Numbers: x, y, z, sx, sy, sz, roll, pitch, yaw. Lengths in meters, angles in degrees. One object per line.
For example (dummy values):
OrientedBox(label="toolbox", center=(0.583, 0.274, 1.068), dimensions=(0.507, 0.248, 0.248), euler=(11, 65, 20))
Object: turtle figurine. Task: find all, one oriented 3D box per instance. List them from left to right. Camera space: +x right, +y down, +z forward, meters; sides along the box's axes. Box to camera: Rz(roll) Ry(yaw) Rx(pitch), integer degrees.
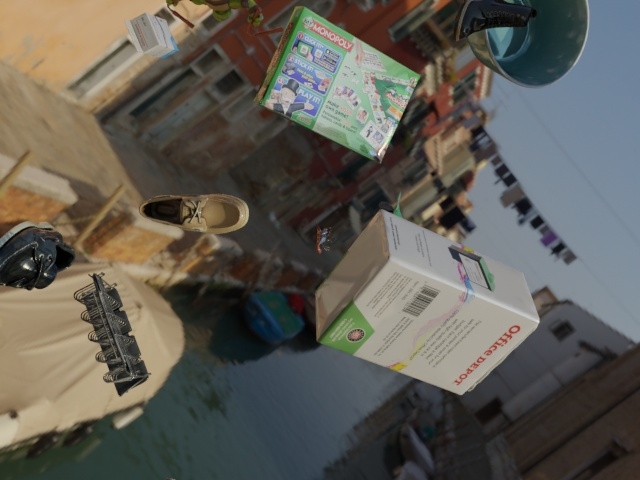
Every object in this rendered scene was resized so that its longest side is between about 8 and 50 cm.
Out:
OrientedBox(label="turtle figurine", center=(-0.210, -0.527, 1.683), dimensions=(0.269, 0.087, 0.217), euler=(15, -15, 6))

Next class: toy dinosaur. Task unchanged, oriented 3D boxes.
OrientedBox(label="toy dinosaur", center=(0.000, 0.000, 2.000), dimensions=(0.090, 0.047, 0.082), euler=(25, 33, 25))

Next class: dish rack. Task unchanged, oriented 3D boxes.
OrientedBox(label="dish rack", center=(-0.369, 0.164, 1.389), dimensions=(0.271, 0.074, 0.208), euler=(123, -56, -78))

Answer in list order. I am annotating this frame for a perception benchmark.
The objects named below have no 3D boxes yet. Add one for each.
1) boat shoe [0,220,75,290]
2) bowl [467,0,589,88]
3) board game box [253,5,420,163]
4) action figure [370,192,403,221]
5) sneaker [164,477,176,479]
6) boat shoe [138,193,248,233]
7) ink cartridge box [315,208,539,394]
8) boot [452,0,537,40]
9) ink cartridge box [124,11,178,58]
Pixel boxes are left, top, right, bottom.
OrientedBox(label="boat shoe", center=(-0.562, 0.043, 1.545), dimensions=(0.113, 0.127, 0.340), euler=(40, -1, -6))
OrientedBox(label="bowl", center=(0.480, -0.527, 1.921), dimensions=(0.312, 0.311, 0.163), euler=(51, -12, -23))
OrientedBox(label="board game box", center=(0.041, -0.320, 1.663), dimensions=(0.317, 0.214, 0.046), euler=(23, 3, -30))
OrientedBox(label="action figure", center=(0.158, 0.017, 1.783), dimensions=(0.063, 0.137, 0.232), euler=(14, -38, 26))
OrientedBox(label="sneaker", center=(-0.297, 0.498, 1.576), dimensions=(0.035, 0.031, 0.083), euler=(14, -40, 32))
OrientedBox(label="boat shoe", center=(-0.385, -0.079, 2.393), dimensions=(0.110, 0.340, 0.122), euler=(-13, 103, -70))
OrientedBox(label="ink cartridge box", center=(0.160, 0.102, 1.221), dimensions=(0.278, 0.201, 0.117), euler=(23, 36, -21))
OrientedBox(label="boot", center=(0.372, -0.473, 1.686), dimensions=(0.137, 0.198, 0.077), euler=(23, -40, 18))
OrientedBox(label="ink cartridge box", center=(-0.494, -0.602, 2.323), dimensions=(0.104, 0.060, 0.180), euler=(67, 14, -1))
